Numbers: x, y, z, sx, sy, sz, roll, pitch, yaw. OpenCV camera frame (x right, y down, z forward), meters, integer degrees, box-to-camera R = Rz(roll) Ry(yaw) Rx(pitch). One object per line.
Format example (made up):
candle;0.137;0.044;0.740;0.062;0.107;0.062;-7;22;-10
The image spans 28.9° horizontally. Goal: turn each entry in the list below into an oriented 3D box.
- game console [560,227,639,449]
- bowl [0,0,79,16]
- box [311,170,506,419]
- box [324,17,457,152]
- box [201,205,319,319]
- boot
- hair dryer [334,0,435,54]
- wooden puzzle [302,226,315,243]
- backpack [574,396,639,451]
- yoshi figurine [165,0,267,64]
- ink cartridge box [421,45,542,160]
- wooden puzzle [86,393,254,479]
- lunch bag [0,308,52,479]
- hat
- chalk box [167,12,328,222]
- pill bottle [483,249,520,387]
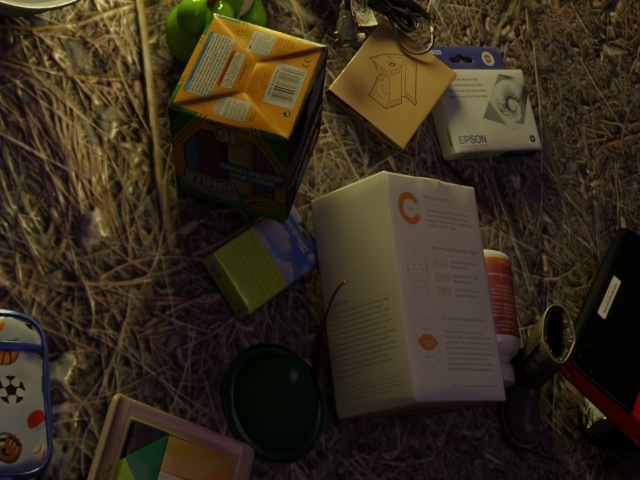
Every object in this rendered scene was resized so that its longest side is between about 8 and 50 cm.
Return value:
game console;0.586;0.199;2.158;0.342;0.060;0.386;40;47;-5
bowl;-0.450;-0.430;1.740;0.297;0.134;0.298;13;66;-31
box;0.134;0.090;1.909;0.215;0.168;0.346;7;71;-44
box;0.122;-0.269;2.128;0.164;0.021;0.201;38;59;-3
box;-0.084;0.029;1.884;0.178;0.042;0.109;-35;96;-40
boot;0.356;0.225;2.015;0.076;0.208;0.190;2;67;-18
hair dryer;0.067;-0.447;2.152;0.223;0.080;0.294;-4;72;-41
wooden puzzle;0.000;0.000;1.979;0.083;0.006;0.049;-21;85;-39
backpack;0.530;0.271;2.185;0.151;0.115;0.182;16;59;-27
yoshi figurine;-0.163;-0.407;1.946;0.362;0.203;0.203;-76;153;-42
ink cartridge box;0.289;-0.259;2.258;0.223;0.045;0.224;-6;76;-37
wooden puzzle;-0.204;0.345;1.679;0.238;0.044;0.221;28;58;-25
lunch bag;-0.480;0.186;1.501;0.303;0.115;0.243;8;66;-34
hat;-0.025;0.203;1.769;0.173;0.183;0.209;-25;88;-38
chalk box;-0.105;-0.158;1.820;0.179;0.289;0.180;17;61;6
pill bottle;0.263;0.133;2.042;0.121;0.121;0.216;9;67;-33
